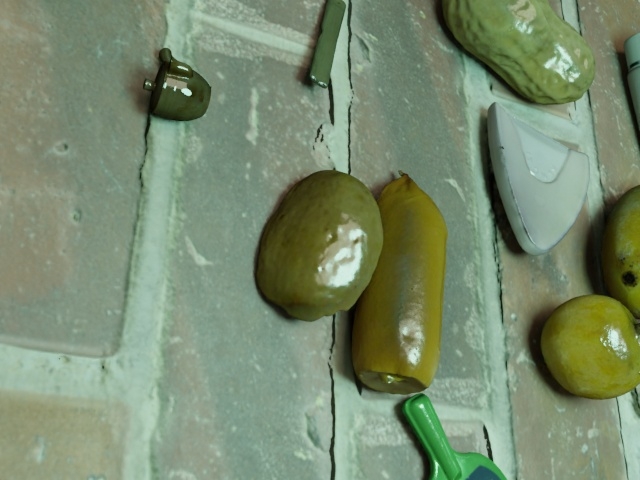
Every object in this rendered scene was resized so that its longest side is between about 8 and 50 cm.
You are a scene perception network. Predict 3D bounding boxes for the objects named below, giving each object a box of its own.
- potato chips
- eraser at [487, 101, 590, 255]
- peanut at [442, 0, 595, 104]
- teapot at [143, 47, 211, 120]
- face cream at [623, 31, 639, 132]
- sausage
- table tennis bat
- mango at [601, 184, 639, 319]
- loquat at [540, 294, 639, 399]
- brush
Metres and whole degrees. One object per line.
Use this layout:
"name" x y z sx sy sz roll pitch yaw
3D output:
"potato chips" 0.000 0.000 0.889 0.150 0.049 0.202 22 74 15
"eraser" 0.334 -0.081 1.126 0.204 0.059 0.244 26 58 -19
"peanut" 0.324 -0.333 1.166 0.291 0.143 0.159 41 34 -9
"teapot" -0.177 -0.204 0.887 0.080 0.085 0.110 14 46 -26
"face cream" 0.646 -0.240 1.349 0.143 0.089 0.315 -5 81 -34
"sausage" 0.108 0.035 0.934 0.112 0.112 0.329 21 60 -21
"table tennis bat" 0.173 0.314 0.904 0.160 0.039 0.257 -25 87 -35
"mango" 0.557 0.004 1.169 0.193 0.146 0.316 53 49 -11
"loquat" 0.395 0.152 1.022 0.137 0.163 0.163 7 65 -60
"brush" 0.008 -0.292 1.051 0.034 0.027 0.191 27 53 -22
